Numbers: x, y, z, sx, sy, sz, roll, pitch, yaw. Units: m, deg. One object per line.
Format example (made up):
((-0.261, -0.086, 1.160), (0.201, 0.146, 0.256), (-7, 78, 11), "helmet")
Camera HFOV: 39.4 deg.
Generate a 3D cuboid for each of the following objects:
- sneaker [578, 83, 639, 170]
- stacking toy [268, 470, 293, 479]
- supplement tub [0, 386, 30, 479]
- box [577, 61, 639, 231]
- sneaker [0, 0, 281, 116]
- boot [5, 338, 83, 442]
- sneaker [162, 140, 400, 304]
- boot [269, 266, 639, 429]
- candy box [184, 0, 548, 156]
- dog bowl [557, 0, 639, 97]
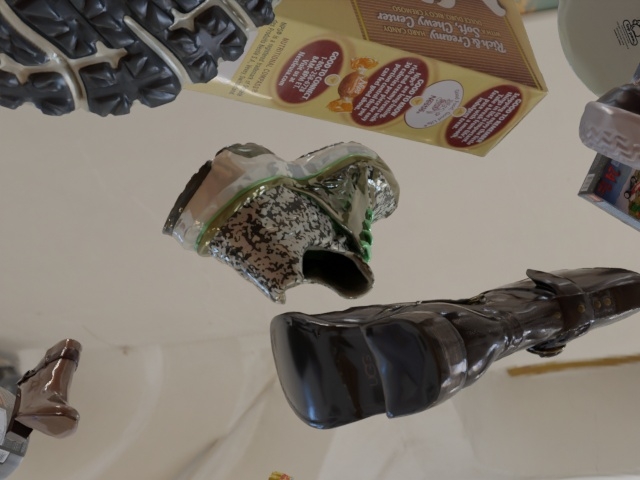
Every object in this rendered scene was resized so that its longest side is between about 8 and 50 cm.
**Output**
((0.277, -0.105, 0.497), (0.268, 0.153, 0.101), (1, -164, -11), "sneaker")
((0.036, 0.395, 1.311), (0.167, 0.221, 0.052), (9, -109, 26), "stacking toy")
((-0.378, 0.187, 0.899), (0.117, 0.190, 0.117), (-1, -110, 3), "supplement tub")
((0.469, -0.127, 1.214), (0.159, 0.044, 0.233), (28, -96, -12), "box")
((-0.061, -0.161, 0.408), (0.283, 0.110, 0.122), (-39, -131, -20), "sneaker")
((-0.222, 0.122, 0.749), (0.118, 0.042, 0.087), (-20, -141, 40), "boot")
((0.000, 0.000, 1.032), (0.182, 0.410, 0.158), (50, -62, 16), "sneaker")
((0.106, 0.075, 0.711), (0.229, 0.091, 0.263), (-14, -177, -34), "boot")
((-0.006, -0.180, 0.626), (0.316, 0.087, 0.183), (10, -125, -28), "candy box")
((0.495, -0.332, 1.347), (0.104, 0.265, 0.265), (-32, -129, -32), "dog bowl")
